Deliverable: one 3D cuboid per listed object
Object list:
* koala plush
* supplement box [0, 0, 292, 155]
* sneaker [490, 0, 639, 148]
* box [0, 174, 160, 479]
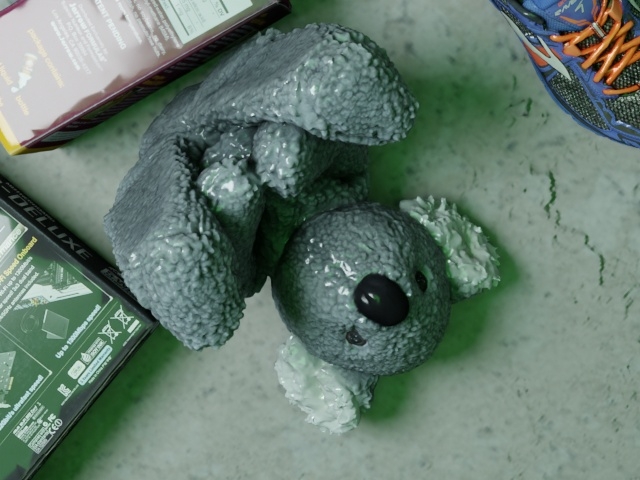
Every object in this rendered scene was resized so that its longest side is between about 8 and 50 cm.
[{"bbox_3d":[0.000,0.000,0.848,0.221,0.203,0.196,42,86,-22],"label":"koala plush"},{"bbox_3d":[-0.119,-0.133,0.856,0.188,0.104,0.080,-29,94,7],"label":"supplement box"},{"bbox_3d":[0.152,-0.137,0.843,0.221,0.087,0.083,44,99,-2],"label":"sneaker"},{"bbox_3d":[-0.291,0.091,0.896,0.242,0.076,0.307,39,92,-1],"label":"box"}]
